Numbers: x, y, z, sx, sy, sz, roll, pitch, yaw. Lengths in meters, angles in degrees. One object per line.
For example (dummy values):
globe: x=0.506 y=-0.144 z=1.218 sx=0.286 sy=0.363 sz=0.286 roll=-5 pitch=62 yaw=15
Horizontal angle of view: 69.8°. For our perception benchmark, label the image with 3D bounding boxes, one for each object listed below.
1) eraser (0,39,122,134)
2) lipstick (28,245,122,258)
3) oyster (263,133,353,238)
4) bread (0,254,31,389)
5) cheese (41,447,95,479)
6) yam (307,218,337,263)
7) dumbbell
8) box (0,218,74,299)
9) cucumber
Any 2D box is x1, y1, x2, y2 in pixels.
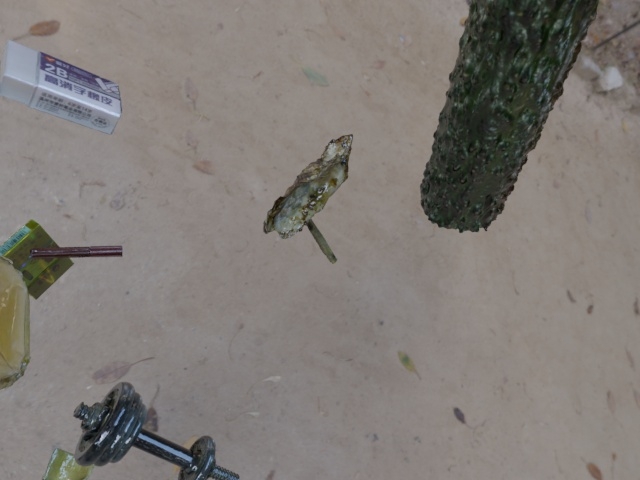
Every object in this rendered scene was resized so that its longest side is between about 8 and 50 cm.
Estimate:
eraser: x=-0.525 y=-0.309 z=0.935 sx=0.210 sy=0.068 sz=0.125 roll=15 pitch=44 yaw=-42
lipstick: x=-0.517 y=0.025 z=0.977 sx=0.176 sy=0.027 sz=0.027 roll=-1 pitch=72 yaw=-24
oyster: x=-0.011 y=-0.055 z=0.496 sx=0.132 sy=0.086 sz=0.029 roll=-38 pitch=67 yaw=-18
bread: x=-0.337 y=0.050 z=0.339 sx=0.106 sy=0.241 sz=0.136 roll=-14 pitch=68 yaw=1
cheese: x=-0.450 y=0.418 z=0.832 sx=0.084 sy=0.041 sz=0.060 roll=15 pitch=48 yaw=-12
yam: x=0.000 y=0.000 z=0.653 sx=0.107 sy=0.014 sz=0.014 roll=57 pitch=42 yaw=-45
dumbbell: x=-0.219 y=0.288 z=0.635 sx=0.254 sy=0.110 sz=0.110 roll=38 pitch=54 yaw=-21
box: x=-0.657 y=0.049 z=1.052 sx=0.030 sy=0.193 sz=0.121 roll=31 pitch=63 yaw=13
cucumber: x=0.148 y=-0.135 z=0.372 sx=0.096 sy=0.359 sz=0.096 roll=-2 pitch=58 yaw=3
